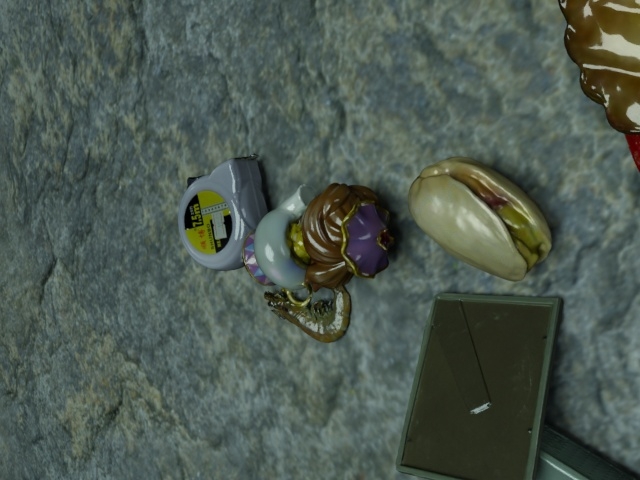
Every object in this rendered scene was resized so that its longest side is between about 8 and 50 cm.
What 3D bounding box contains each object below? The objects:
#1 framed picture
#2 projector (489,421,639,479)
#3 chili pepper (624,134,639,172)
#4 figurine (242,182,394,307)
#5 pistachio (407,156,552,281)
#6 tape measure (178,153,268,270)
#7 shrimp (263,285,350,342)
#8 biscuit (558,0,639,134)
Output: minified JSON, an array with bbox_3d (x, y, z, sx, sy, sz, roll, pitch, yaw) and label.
[{"bbox_3d":[0.204,0.190,0.855,0.188,0.023,0.260,-3,60,40],"label":"framed picture"},{"bbox_3d":[0.313,0.359,0.826,0.256,0.099,0.192,28,111,33],"label":"projector"},{"bbox_3d":[0.384,-0.094,0.754,0.045,0.027,0.178,-34,72,38],"label":"chili pepper"},{"bbox_3d":[0.000,0.000,1.012,0.263,0.142,0.190,-17,81,42],"label":"figurine"},{"bbox_3d":[0.207,-0.030,0.860,0.200,0.117,0.145,36,155,23],"label":"pistachio"},{"bbox_3d":[-0.169,-0.042,1.179,0.178,0.105,0.196,-9,91,33],"label":"tape measure"},{"bbox_3d":[-0.023,0.096,1.114,0.178,0.034,0.124,29,110,32],"label":"shrimp"},{"bbox_3d":[0.411,-0.248,0.664,0.325,0.107,0.326,7,102,36],"label":"biscuit"}]
